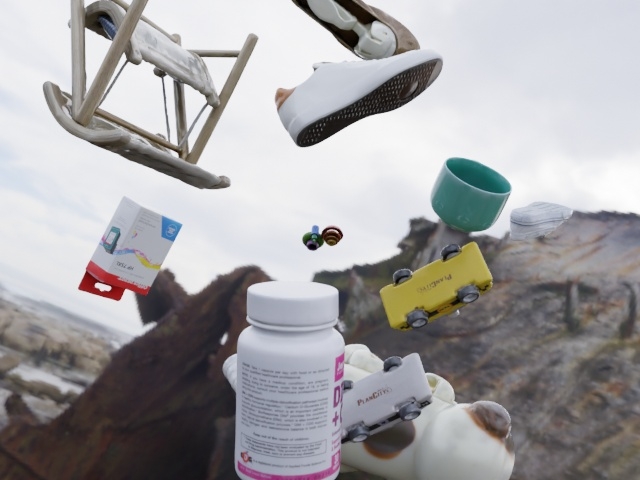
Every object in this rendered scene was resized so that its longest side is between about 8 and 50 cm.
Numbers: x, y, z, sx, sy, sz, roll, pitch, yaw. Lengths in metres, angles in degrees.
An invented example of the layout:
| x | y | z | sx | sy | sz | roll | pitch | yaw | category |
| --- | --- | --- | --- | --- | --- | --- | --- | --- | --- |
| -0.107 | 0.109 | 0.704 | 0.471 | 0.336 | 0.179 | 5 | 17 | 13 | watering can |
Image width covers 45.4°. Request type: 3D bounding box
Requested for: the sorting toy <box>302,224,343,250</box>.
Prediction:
| x | y | z | sx | sy | sz | roll | pitch | yaw | category |
| --- | --- | --- | --- | --- | --- | --- | --- | --- | --- |
| 0.000 | 0.000 | 1.668 | 0.102 | 0.042 | 0.061 | -23 | -51 | 29 | sorting toy |

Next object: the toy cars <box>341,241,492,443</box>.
| x | y | z | sx | sy | sz | roll | pitch | yaw | category |
| --- | --- | --- | --- | --- | --- | --- | --- | --- | --- |
| 0.152 | 0.177 | 1.267 | 0.176 | 0.394 | 0.087 | 21 | -13 | 40 | toy cars |

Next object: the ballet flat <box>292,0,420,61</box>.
| x | y | z | sx | sy | sz | roll | pitch | yaw | category |
| --- | --- | --- | --- | --- | --- | --- | --- | --- | --- |
| 0.064 | -0.456 | 1.597 | 0.342 | 0.116 | 0.124 | 35 | 27 | -14 | ballet flat |

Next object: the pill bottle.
| x | y | z | sx | sy | sz | roll | pitch | yaw | category |
| --- | --- | --- | --- | --- | --- | --- | --- | --- | --- |
| -0.045 | 0.210 | 1.138 | 0.160 | 0.283 | 0.160 | 2 | 8 | 0 | pill bottle |

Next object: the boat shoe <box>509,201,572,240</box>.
| x | y | z | sx | sy | sz | roll | pitch | yaw | category |
| --- | --- | --- | --- | --- | --- | --- | --- | --- | --- |
| 0.518 | -0.044 | 1.830 | 0.226 | 0.076 | 0.083 | -6 | 25 | -39 | boat shoe |

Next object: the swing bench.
| x | y | z | sx | sy | sz | roll | pitch | yaw | category |
| --- | --- | --- | --- | --- | --- | --- | --- | --- | --- |
| -0.238 | -0.222 | 1.086 | 0.165 | 0.255 | 0.253 | 7 | -7 | 26 | swing bench |

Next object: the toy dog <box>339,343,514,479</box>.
| x | y | z | sx | sy | sz | roll | pitch | yaw | category |
| --- | --- | --- | --- | --- | --- | --- | --- | --- | --- |
| 0.184 | 0.373 | 1.523 | 0.407 | 0.285 | 0.395 | 17 | -18 | 24 | toy dog |

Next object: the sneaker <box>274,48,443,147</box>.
| x | y | z | sx | sy | sz | roll | pitch | yaw | category |
| --- | --- | --- | --- | --- | --- | --- | --- | --- | --- |
| 0.059 | -0.264 | 1.239 | 0.123 | 0.290 | 0.106 | 58 | -17 | 25 | sneaker |

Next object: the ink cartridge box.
| x | y | z | sx | sy | sz | roll | pitch | yaw | category |
| --- | --- | --- | --- | --- | --- | --- | --- | --- | --- |
| -0.421 | 0.034 | 1.694 | 0.078 | 0.231 | 0.134 | 27 | 0 | 37 | ink cartridge box |

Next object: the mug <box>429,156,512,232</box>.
| x | y | z | sx | sy | sz | roll | pitch | yaw | category |
| --- | --- | --- | --- | --- | --- | --- | --- | --- | --- |
| 0.268 | -0.077 | 1.361 | 0.129 | 0.097 | 0.157 | 38 | 33 | 29 | mug |

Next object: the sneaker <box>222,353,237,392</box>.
| x | y | z | sx | sy | sz | roll | pitch | yaw | category |
| --- | --- | --- | --- | --- | --- | --- | --- | --- | --- |
| -0.076 | 0.366 | 1.733 | 0.292 | 0.108 | 0.169 | 22 | 18 | -32 | sneaker |
